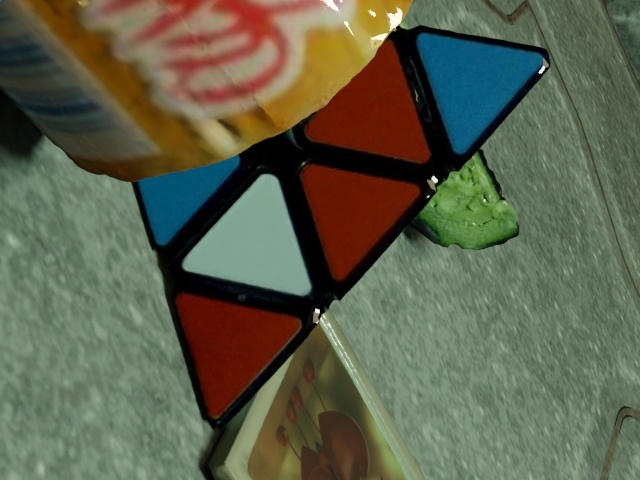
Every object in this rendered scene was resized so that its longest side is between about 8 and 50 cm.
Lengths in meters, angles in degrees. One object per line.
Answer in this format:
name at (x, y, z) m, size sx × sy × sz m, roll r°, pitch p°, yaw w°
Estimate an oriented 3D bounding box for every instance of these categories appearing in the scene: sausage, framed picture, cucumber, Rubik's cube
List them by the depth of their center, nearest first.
sausage at (-0.114, -0.197, 0.690) m, size 0.287 × 0.233 × 0.233 m, roll 50°, pitch 29°, yaw -37°
Rubik's cube at (0.000, 0.000, 0.874) m, size 0.284 × 0.250 × 0.234 m, roll 50°, pitch 48°, yaw -48°
framed picture at (0.032, 0.192, 0.947) m, size 0.290 × 0.020 × 0.211 m, roll 62°, pitch 24°, yaw -18°
cucumber at (0.077, -0.086, 1.214) m, size 0.115 × 0.085 × 0.193 m, roll 31°, pitch 37°, yaw -57°

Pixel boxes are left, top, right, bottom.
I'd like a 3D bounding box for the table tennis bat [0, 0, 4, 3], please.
table tennis bat at (-0.228, -0.184, 0.493) m, size 0.329 × 0.215 × 0.044 m, roll 29°, pitch 10°, yaw -21°
